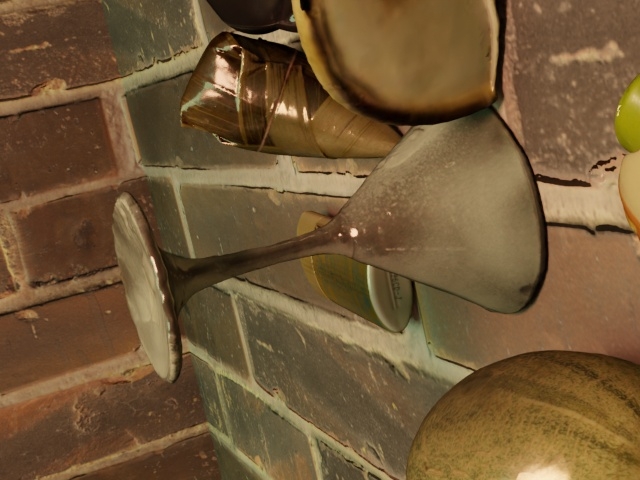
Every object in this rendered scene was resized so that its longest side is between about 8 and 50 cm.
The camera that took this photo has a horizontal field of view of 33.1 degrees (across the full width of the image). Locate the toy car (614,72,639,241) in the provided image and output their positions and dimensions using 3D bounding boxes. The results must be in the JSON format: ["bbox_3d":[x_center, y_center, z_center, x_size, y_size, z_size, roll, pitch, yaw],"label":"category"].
[{"bbox_3d":[0.293,-0.015,0.634,0.145,0.235,0.235,-128,29,-49],"label":"toy car"}]

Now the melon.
[{"bbox_3d":[0.212,0.220,0.969,0.329,0.249,0.248,-39,68,64],"label":"melon"}]

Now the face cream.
[{"bbox_3d":[0.042,0.039,1.570,0.285,0.067,0.139,-158,56,-66],"label":"face cream"}]

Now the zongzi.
[{"bbox_3d":[-0.003,-0.173,1.497,0.289,0.318,0.154,-33,-35,-74],"label":"zongzi"}]

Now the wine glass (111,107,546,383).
[{"bbox_3d":[0.000,0.000,1.152,0.267,0.406,0.267,167,90,-69],"label":"wine glass"}]

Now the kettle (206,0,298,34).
[{"bbox_3d":[-0.072,-0.394,1.389,0.268,0.207,0.290,21,137,34],"label":"kettle"}]

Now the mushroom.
[{"bbox_3d":[0.055,-0.272,1.059,0.212,0.218,0.292,-120,22,-44],"label":"mushroom"}]
